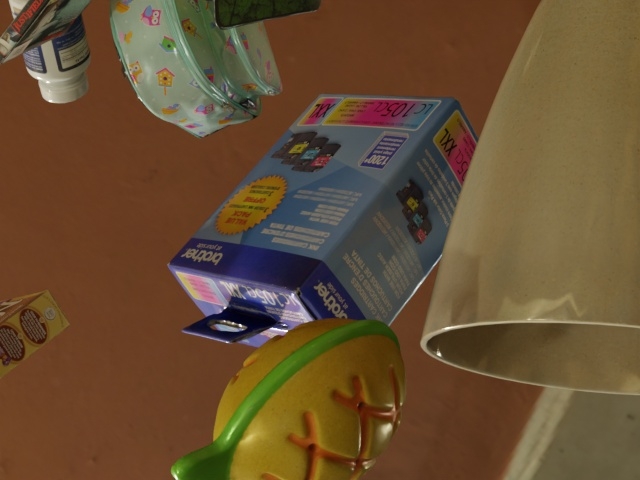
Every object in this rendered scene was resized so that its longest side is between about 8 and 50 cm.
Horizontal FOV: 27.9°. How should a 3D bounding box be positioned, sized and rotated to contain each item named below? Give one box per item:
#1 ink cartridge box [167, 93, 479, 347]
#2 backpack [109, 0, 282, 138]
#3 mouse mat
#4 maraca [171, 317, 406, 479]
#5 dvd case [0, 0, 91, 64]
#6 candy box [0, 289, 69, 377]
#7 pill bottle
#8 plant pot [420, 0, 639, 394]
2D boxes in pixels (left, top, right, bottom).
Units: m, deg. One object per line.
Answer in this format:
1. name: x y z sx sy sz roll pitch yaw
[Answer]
1. ink cartridge box: 0.000 0.000 1.599 0.395 0.270 0.151 -52 -55 -23
2. backpack: -0.133 -0.203 1.346 0.188 0.144 0.166 5 -113 -65
3. mouse mat: -0.049 -0.290 1.249 0.190 0.007 0.152 -27 -60 -55
4. maraca: -0.022 0.120 0.803 0.186 0.099 0.127 -39 -37 -13
5. dvd case: -0.162 -0.167 0.842 0.013 0.087 0.119 45 -58 -2
6. candy box: -0.374 0.127 1.389 0.187 0.109 0.053 -42 -71 -39
7. pill bottle: -0.267 -0.201 1.288 0.067 0.067 0.120 -26 -47 -23
8. plant pot: 0.211 -0.045 0.934 0.256 0.256 0.274 18 -109 -38
